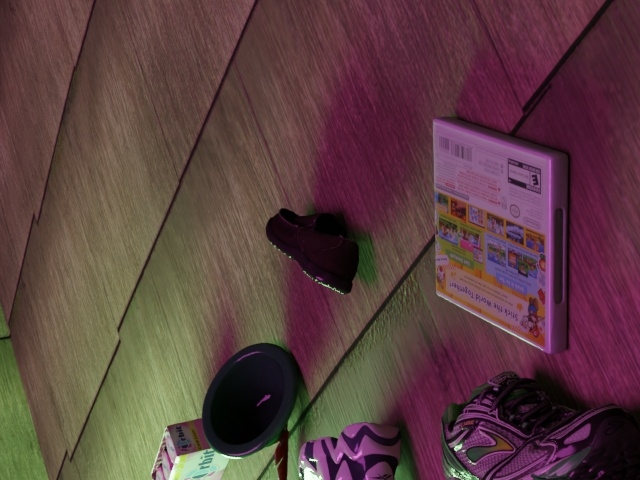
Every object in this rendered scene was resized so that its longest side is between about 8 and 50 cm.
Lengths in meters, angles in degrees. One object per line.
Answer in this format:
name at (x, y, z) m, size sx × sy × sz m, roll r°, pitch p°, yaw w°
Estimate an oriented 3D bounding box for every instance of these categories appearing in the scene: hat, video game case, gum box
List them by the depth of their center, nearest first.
video game case at (0.186, -0.011, 1.490) m, size 0.227 × 0.026 × 0.206 m, roll 28°, pitch 124°, yaw 59°
hat at (-0.065, 0.281, 2.166) m, size 0.208 × 0.183 × 0.173 m, roll -52°, pitch 45°, yaw 3°
gum box at (-0.222, 0.380, 2.450) m, size 0.188 × 0.107 × 0.062 m, roll 112°, pitch 141°, yaw -51°

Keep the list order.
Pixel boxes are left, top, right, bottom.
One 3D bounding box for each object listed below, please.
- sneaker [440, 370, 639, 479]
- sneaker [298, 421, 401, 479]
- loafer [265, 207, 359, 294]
sneaker at (0.199, 0.201, 1.411) m, size 0.343 × 0.134 × 0.146 m, roll 148°, pitch 111°, yaw -65°
sneaker at (0.033, 0.337, 1.847) m, size 0.235 × 0.094 × 0.153 m, roll -33°, pitch 47°, yaw 54°
loafer at (0.000, 0.000, 1.867) m, size 0.078 × 0.080 × 0.220 m, roll -60°, pitch 33°, yaw 6°
